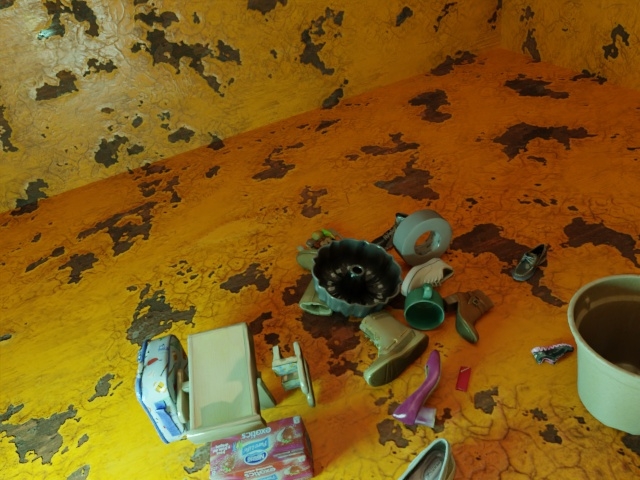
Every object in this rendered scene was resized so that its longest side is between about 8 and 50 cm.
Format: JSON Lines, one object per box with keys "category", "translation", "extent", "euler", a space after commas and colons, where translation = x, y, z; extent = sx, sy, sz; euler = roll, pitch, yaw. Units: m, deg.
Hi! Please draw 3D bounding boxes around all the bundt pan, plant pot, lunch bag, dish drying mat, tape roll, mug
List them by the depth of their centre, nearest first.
{"category": "plant pot", "translation": [0.786, 0.309, 1.149], "extent": [0.334, 0.305, 0.333], "euler": [-9, 37, 7]}
{"category": "lunch bag", "translation": [-0.456, 0.444, 1.374], "extent": [0.115, 0.303, 0.243], "euler": [-12, 38, -3]}
{"category": "dish drying mat", "translation": [0.427, 0.412, 1.376], "extent": [0.032, 0.008, 0.083], "euler": [8, 42, 25]}
{"category": "mug", "translation": [0.354, 0.211, 1.537], "extent": [0.130, 0.157, 0.097], "euler": [33, 33, -11]}
{"category": "bundt pan", "translation": [0.124, 0.146, 1.661], "extent": [0.331, 0.124, 0.330], "euler": [5, 43, -4]}
{"category": "tape roll", "translation": [0.389, -0.007, 1.749], "extent": [0.219, 0.219, 0.072], "euler": [-22, 38, -11]}

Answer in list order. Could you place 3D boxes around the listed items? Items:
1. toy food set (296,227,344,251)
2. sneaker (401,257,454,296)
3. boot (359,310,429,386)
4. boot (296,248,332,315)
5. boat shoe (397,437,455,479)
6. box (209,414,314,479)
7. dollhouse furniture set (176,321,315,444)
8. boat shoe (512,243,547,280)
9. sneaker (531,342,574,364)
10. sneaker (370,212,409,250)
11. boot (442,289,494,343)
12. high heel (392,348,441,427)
{"category": "toy food set", "translation": [0.000, 0.000, 2.011], "extent": [0.192, 0.038, 0.132], "euler": [-31, 40, -20]}
{"category": "sneaker", "translation": [0.388, 0.132, 1.645], "extent": [0.091, 0.094, 0.258], "euler": [22, 37, 38]}
{"category": "boot", "translation": [0.189, 0.335, 1.472], "extent": [0.262, 0.095, 0.204], "euler": [-30, 41, -29]}
{"category": "boot", "translation": [-0.026, 0.156, 1.783], "extent": [0.236, 0.089, 0.269], "euler": [3, 42, 22]}
{"category": "boat shoe", "translation": [0.219, 0.618, 1.101], "extent": [0.118, 0.103, 0.320], "euler": [25, 51, 39]}
{"category": "box", "translation": [-0.155, 0.583, 1.243], "extent": [0.257, 0.128, 0.122], "euler": [-13, 37, 0]}
{"category": "dollhouse furniture set", "translation": [-0.213, 0.434, 1.255], "extent": [0.363, 0.394, 0.256], "euler": [-13, 54, -1]}
{"category": "boat shoe", "translation": [0.750, 0.072, 1.658], "extent": [0.183, 0.066, 0.066], "euler": [-38, 43, -28]}
{"category": "sneaker", "translation": [0.692, 0.339, 1.364], "extent": [0.120, 0.047, 0.057], "euler": [-11, 57, 7]}
{"category": "sneaker", "translation": [0.299, -0.050, 1.903], "extent": [0.229, 0.132, 0.086], "euler": [-23, 38, -12]}
{"category": "boot", "translation": [0.510, 0.241, 1.522], "extent": [0.153, 0.072, 0.197], "euler": [-12, 47, -15]}
{"category": "high heel", "translation": [0.287, 0.421, 1.351], "extent": [0.117, 0.082, 0.244], "euler": [9, 55, 13]}
